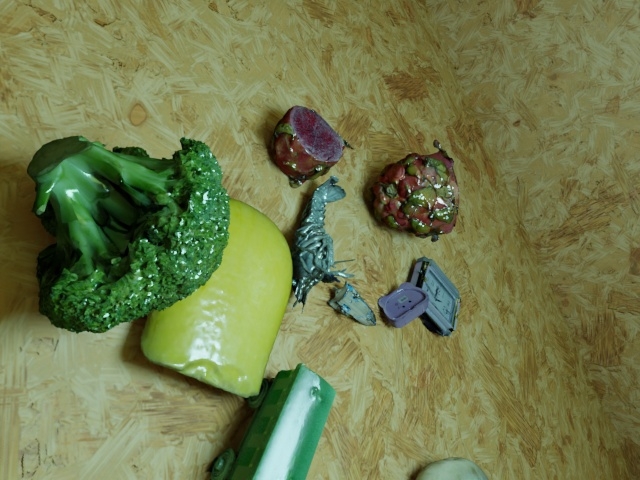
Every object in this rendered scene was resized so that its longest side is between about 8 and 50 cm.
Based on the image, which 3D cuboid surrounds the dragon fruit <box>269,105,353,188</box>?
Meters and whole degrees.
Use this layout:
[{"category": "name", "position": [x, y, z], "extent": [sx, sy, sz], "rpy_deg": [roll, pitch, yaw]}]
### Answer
[{"category": "dragon fruit", "position": [-0.042, -0.263, 1.262], "extent": [0.282, 0.147, 0.210], "rpy_deg": [1, 64, -48]}]

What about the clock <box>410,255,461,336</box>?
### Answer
[{"category": "clock", "position": [0.398, 0.199, 1.548], "extent": [0.253, 0.083, 0.186], "rpy_deg": [47, 46, -22]}]

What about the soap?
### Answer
[{"category": "soap", "position": [-0.201, 0.104, 0.956], "extent": [0.306, 0.115, 0.426], "rpy_deg": [33, 53, -26]}]

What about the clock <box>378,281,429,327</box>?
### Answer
[{"category": "clock", "position": [0.264, 0.206, 1.389], "extent": [0.153, 0.110, 0.050], "rpy_deg": [-30, 133, -18]}]

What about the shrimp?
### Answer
[{"category": "shrimp", "position": [-0.004, 0.003, 1.178], "extent": [0.221, 0.166, 0.410], "rpy_deg": [52, 27, -44]}]

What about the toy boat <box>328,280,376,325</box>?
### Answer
[{"category": "toy boat", "position": [0.108, 0.201, 1.273], "extent": [0.084, 0.066, 0.210], "rpy_deg": [-52, 127, -7]}]

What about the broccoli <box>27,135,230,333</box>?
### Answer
[{"category": "broccoli", "position": [-0.313, -0.027, 0.721], "extent": [0.322, 0.309, 0.413], "rpy_deg": [0, 41, -15]}]

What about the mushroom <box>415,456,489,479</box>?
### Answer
[{"category": "mushroom", "position": [0.407, 0.751, 1.152], "extent": [0.315, 0.336, 0.313], "rpy_deg": [11, 72, -35]}]

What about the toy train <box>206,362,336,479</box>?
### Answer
[{"category": "toy train", "position": [-0.096, 0.399, 0.880], "extent": [0.120, 0.202, 0.300], "rpy_deg": [43, 48, -19]}]

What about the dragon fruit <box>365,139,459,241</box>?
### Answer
[{"category": "dragon fruit", "position": [0.288, -0.155, 1.479], "extent": [0.263, 0.296, 0.313], "rpy_deg": [-5, 78, -11]}]
